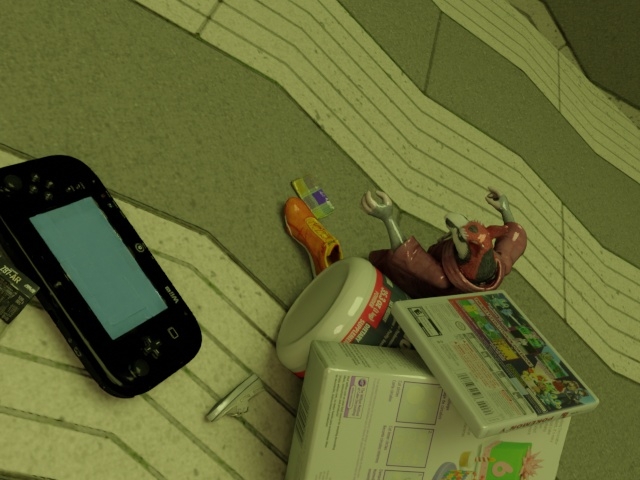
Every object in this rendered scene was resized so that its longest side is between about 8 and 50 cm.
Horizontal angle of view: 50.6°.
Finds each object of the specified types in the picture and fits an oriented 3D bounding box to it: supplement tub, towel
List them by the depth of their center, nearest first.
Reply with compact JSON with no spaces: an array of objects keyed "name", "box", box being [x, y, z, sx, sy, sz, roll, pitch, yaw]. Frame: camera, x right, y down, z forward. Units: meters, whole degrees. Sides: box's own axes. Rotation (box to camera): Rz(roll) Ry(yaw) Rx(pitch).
[{"name":"supplement tub","box":[0.090,0.171,0.978,0.272,0.191,0.191,40,44,-15]},{"name":"towel","box":[-0.013,-0.078,1.184,0.060,0.009,0.083,-27,83,-48]}]

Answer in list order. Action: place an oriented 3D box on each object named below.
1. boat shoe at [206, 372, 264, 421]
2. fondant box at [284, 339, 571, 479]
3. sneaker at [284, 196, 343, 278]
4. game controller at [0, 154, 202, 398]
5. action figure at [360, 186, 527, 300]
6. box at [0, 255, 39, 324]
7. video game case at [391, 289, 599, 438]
[{"name":"boat shoe","box":[-0.108,0.214,0.891,0.035,0.035,0.100,53,35,3]},{"name":"fondant box","box":[0.132,0.268,0.856,0.331,0.096,0.238,9,100,-13]},{"name":"sneaker","box":[0.000,0.000,1.103,0.064,0.067,0.175,-22,78,-45]},{"name":"game controller","box":[-0.276,0.036,0.833,0.319,0.067,0.166,55,42,1]},{"name":"action figure","box":[0.187,0.060,1.036,0.248,0.370,0.275,-5,80,-7]},{"name":"box","box":[-0.352,0.052,0.742,0.067,0.083,0.018,42,44,-12]},{"name":"video game case","box":[0.209,0.140,0.828,0.184,0.023,0.201,-3,39,-28]}]
